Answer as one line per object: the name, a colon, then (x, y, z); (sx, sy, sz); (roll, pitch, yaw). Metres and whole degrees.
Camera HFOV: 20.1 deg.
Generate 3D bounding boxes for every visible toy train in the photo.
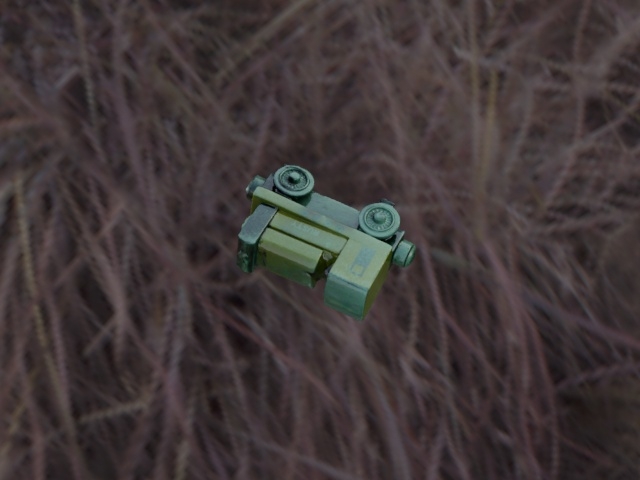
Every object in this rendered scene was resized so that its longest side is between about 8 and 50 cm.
toy train: (0.000, 0.000, 1.194); (0.122, 0.050, 0.081); (22, 56, 10)
